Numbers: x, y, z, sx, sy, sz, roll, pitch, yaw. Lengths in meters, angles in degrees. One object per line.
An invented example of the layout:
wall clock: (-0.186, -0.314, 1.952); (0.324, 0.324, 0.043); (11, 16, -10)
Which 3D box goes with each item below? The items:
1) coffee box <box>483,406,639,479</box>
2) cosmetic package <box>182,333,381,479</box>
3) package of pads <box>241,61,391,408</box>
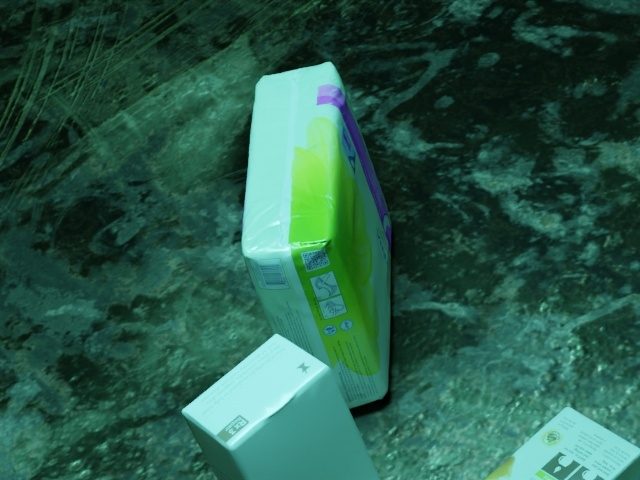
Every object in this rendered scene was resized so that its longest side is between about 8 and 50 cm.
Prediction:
coffee box: (0.166, 0.276, 1.641); (0.246, 0.141, 0.098); (-38, 40, -20)
cosmetic package: (-0.021, 0.206, 1.746); (0.117, 0.231, 0.085); (-38, 40, -19)
package of pads: (0.000, 0.000, 1.986); (0.101, 0.229, 0.296); (-11, 38, 12)
